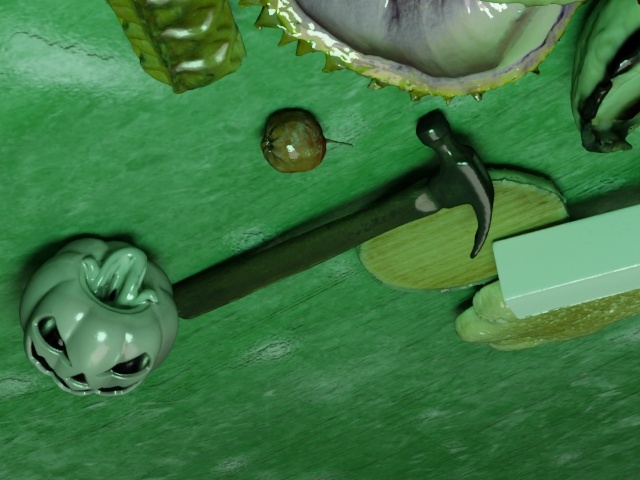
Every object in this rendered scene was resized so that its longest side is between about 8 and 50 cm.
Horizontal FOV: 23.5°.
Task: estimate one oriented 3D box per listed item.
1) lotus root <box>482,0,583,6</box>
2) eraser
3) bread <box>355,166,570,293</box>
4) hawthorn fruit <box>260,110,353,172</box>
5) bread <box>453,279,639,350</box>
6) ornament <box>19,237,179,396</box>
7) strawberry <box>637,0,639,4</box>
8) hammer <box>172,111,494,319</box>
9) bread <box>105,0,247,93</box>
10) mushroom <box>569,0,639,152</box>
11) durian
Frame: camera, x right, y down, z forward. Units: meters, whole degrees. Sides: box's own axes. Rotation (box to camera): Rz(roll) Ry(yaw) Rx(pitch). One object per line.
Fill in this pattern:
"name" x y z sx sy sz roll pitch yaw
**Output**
"lotus root" 0.222 -0.310 1.154 0.316 0.250 0.316 -12 162 -4
"eraser" 0.358 0.012 1.804 0.298 0.078 0.076 -15 154 15
"bread" 0.168 -0.014 1.835 0.267 0.040 0.267 -9 152 -5
"hawthorn fruit" -0.011 -0.104 1.594 0.103 0.066 0.067 -11 153 -28
"bread" 0.331 0.076 2.013 0.316 0.054 0.316 -12 159 -5
"ornament" -0.244 0.081 1.716 0.178 0.177 0.177 -9 151 -5
"strawberry" 0.321 -0.274 1.339 0.208 0.167 0.087 14 180 -24
"hammer" 0.000 0.000 1.759 0.440 0.044 0.168 -22 117 30
"bread" -0.141 -0.226 1.300 0.087 0.098 0.269 -52 153 -15
"mushroom" 0.384 -0.217 1.485 0.344 0.130 0.247 -31 160 32
"durian" 0.071 -0.220 1.328 0.341 0.112 0.191 -3 113 -21
